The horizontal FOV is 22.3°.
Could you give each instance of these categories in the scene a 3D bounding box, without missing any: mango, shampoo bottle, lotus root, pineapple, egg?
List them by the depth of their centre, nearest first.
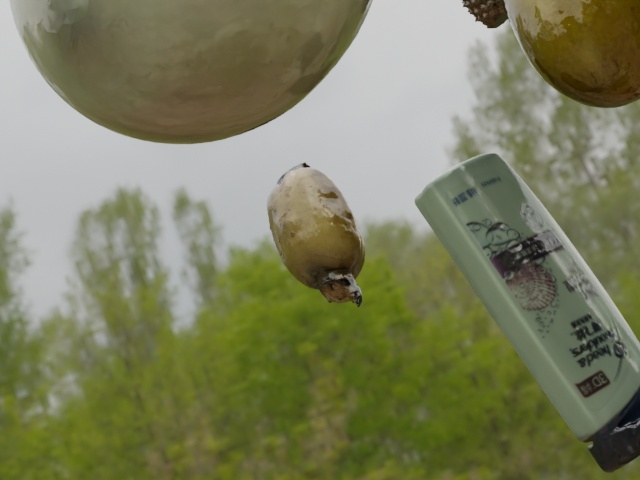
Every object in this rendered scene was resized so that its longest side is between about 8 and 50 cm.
[{"bbox_3d":[-0.099,-0.217,1.241,0.283,0.345,0.283,12,-46,13],"label":"egg"},{"bbox_3d":[0.250,0.071,1.736,0.134,0.359,0.078,-24,-17,-36],"label":"shampoo bottle"},{"bbox_3d":[0.336,-0.298,1.860,0.301,0.445,0.220,38,-47,-16],"label":"mango"},{"bbox_3d":[0.175,-0.331,1.986,0.074,0.159,0.074,-42,-13,-12],"label":"pineapple"},{"bbox_3d":[0.000,0.000,2.161,0.118,0.221,0.125,-28,-19,18],"label":"lotus root"}]
